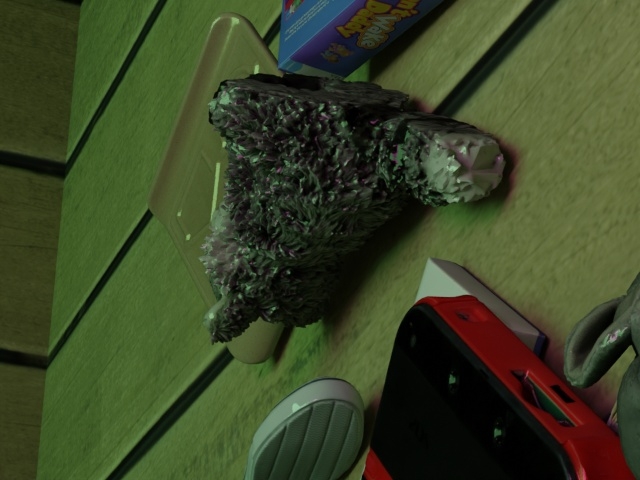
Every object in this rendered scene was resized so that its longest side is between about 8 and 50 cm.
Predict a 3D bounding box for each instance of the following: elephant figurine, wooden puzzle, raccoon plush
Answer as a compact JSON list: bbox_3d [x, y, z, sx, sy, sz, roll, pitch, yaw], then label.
[{"bbox_3d":[0.249,0.065,1.081,0.239,0.186,0.169,-105,-10,-70],"label":"elephant figurine"},{"bbox_3d":[-0.083,-0.069,2.059,0.348,0.081,0.322,53,130,44],"label":"wooden puzzle"},{"bbox_3d":[0.000,0.000,1.694,0.446,0.216,0.299,-142,56,-66],"label":"raccoon plush"}]

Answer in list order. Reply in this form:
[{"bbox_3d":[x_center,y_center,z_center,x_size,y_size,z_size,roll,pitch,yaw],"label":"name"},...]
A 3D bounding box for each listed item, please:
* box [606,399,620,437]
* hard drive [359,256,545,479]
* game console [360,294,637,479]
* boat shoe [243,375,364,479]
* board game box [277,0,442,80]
[{"bbox_3d":[0.243,0.203,1.138,0.207,0.036,0.114,-119,45,-61],"label":"box"},{"bbox_3d":[0.103,0.197,1.508,0.210,0.040,0.318,-135,59,-66],"label":"hard drive"},{"bbox_3d":[0.120,0.251,1.322,0.386,0.060,0.342,-130,49,-64],"label":"game console"},{"bbox_3d":[-0.037,0.228,1.775,0.302,0.109,0.094,119,156,-44],"label":"boat shoe"},{"bbox_3d":[0.073,-0.346,1.791,0.347,0.078,0.233,-33,48,54],"label":"board game box"}]
